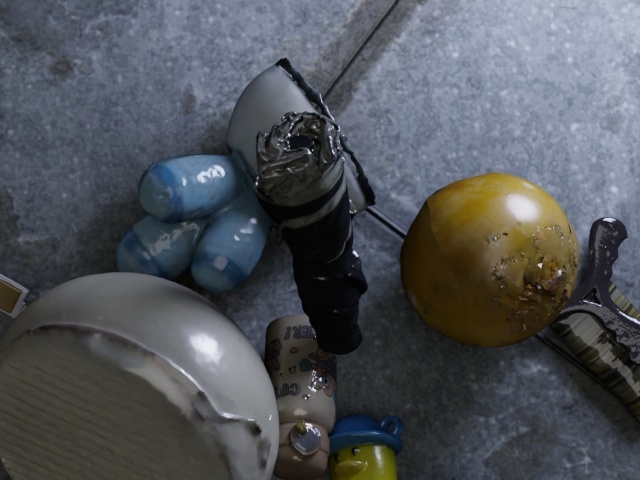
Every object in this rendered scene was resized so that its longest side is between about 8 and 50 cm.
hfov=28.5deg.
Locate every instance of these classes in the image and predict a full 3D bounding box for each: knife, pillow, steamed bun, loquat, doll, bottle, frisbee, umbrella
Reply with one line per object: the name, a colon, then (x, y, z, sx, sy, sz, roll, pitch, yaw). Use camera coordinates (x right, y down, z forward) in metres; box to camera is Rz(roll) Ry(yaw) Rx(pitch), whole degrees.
knife: (-0.408, 0.081, 1.687, 0.256, 0.022, 0.046, 30, 105, 0)
pillow: (0.417, 0.147, 1.749, 0.113, 0.038, 0.203, -44, 91, -5)
steamed bun: (-0.221, 0.200, 1.567, 0.374, 0.241, 0.374, 10, 122, 16)
loquat: (0.223, 0.026, 1.646, 0.235, 0.235, 0.235, 0, 87, -5)
doll: (0.014, 0.391, 1.643, 0.199, 0.145, 0.363, 23, 79, 38)
bottle: (-0.025, 0.205, 1.635, 0.097, 0.110, 0.209, 6, 60, -10)
frisbee: (0.361, 0.086, 1.727, 0.187, 0.012, 0.211, -18, 78, -2)
umbrella: (-0.006, 0.000, 1.521, 0.113, 0.106, 0.357, -18, 133, -5)

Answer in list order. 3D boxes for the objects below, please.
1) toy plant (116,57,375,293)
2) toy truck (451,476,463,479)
toy plant: (-0.121, -0.052, 1.624, 0.332, 0.247, 0.247, -34, 91, -4)
toy truck: (0.127, 0.512, 1.606, 0.181, 0.254, 0.405, 30, 88, -7)
